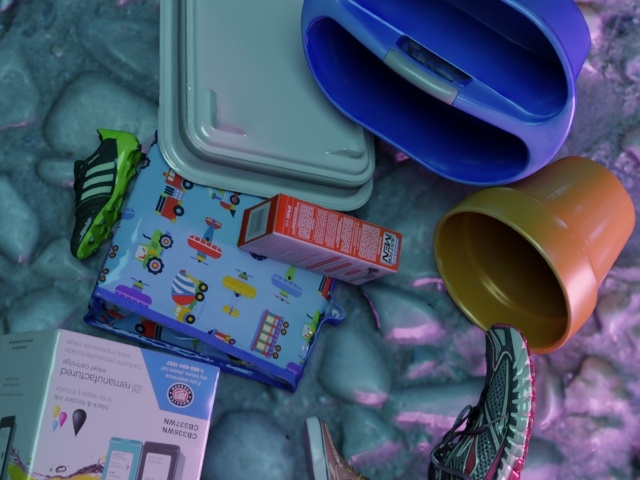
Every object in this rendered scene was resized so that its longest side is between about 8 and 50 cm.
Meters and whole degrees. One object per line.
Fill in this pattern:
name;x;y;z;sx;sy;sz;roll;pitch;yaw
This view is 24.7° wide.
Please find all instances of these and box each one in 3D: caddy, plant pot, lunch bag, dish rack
caddy;0.142;-0.214;1.678;0.341;0.241;0.179;33;36;8
plant pot;0.271;0.000;1.746;0.188;0.205;0.205;-38;78;-30
lunch bag;-0.104;0.034;1.744;0.293;0.138;0.221;21;69;-7
dish rack;-0.054;-0.212;1.777;0.285;0.072;0.333;10;61;-25

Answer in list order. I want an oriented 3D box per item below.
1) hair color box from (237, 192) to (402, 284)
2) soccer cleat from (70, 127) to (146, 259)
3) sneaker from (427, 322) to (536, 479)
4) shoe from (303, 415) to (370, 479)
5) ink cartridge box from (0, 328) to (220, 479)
hair color box;0.000;0.000;1.699;0.167;0.093;0.053;19;70;-26
soccer cleat;-0.277;-0.058;1.792;0.072;0.060;0.179;16;65;11
sneaker;0.182;0.240;1.678;0.112;0.121;0.299;11;80;5
shoe;0.034;0.287;1.696;0.081;0.063;0.178;-10;78;-9
ink cartridge box;-0.258;0.250;1.570;0.198;0.197;0.270;16;76;-30
